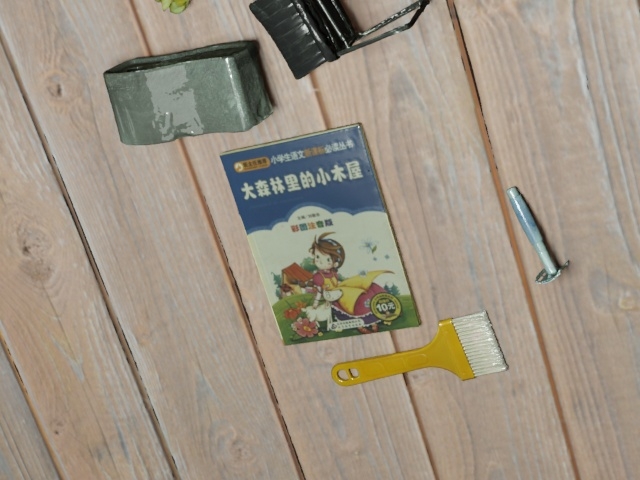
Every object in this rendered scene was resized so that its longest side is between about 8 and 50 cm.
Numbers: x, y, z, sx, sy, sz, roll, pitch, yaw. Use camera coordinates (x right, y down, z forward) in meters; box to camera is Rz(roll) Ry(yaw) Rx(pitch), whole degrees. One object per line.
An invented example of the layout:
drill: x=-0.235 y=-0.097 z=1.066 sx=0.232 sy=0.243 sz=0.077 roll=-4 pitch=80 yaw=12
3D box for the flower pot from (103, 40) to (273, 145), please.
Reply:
flower pot: x=-0.186 y=-0.205 z=1.641 sx=0.229 sy=0.103 sz=0.108 roll=-4 pitch=112 yaw=21

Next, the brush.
brush: x=0.137 y=0.178 z=1.767 sx=0.272 sy=0.013 sz=0.103 roll=-15 pitch=108 yaw=25

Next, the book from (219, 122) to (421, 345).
book: x=0.000 y=0.000 z=1.725 sx=0.228 sy=0.018 sz=0.322 roll=-11 pitch=111 yaw=22

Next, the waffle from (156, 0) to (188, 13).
waffle: x=-0.220 y=-0.467 z=1.545 sx=0.317 sy=0.073 sz=0.297 roll=42 pitch=119 yaw=-4

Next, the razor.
razor: x=0.288 y=-0.011 z=1.611 sx=0.040 sy=0.068 sz=0.135 roll=-27 pitch=92 yaw=24

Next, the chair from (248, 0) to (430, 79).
chair: x=0.003 y=-0.292 z=1.514 sx=0.221 sy=0.145 sz=0.140 roll=-27 pitch=103 yaw=28
